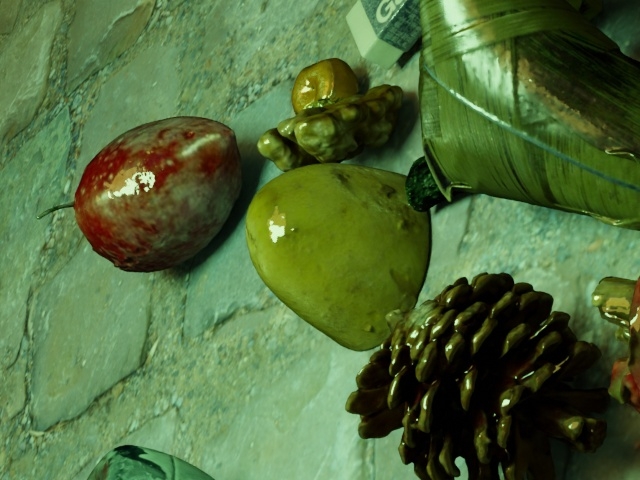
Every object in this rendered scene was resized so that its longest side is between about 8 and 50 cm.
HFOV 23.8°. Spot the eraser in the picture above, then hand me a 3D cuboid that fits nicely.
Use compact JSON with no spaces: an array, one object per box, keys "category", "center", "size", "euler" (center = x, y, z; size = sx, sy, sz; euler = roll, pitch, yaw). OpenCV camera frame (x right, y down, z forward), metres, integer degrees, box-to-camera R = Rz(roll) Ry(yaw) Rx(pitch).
[{"category":"eraser","center":[0.114,-0.294,1.657],"size":[0.212,0.046,0.092],"euler":[-50,34,26]}]

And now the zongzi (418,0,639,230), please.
[{"category":"zongzi","center":[0.188,-0.165,1.241],"size":[0.286,0.138,0.300],"euler":[14,124,44]}]

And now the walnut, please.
[{"category":"walnut","center":[0.015,-0.116,1.626],"size":[0.143,0.170,0.069],"euler":[-18,95,46]}]

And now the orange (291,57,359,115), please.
[{"category":"orange","center":[0.008,-0.169,1.740],"size":[0.086,0.062,0.086],"euler":[-15,69,44]}]

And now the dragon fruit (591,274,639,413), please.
[{"category":"dragon fruit","center":[0.272,0.064,1.091],"size":[0.205,0.152,0.317],"euler":[-32,44,44]}]

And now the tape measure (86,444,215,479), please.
[{"category":"tape measure","center":[-0.195,0.343,1.560],"size":[0.275,0.147,0.256],"euler":[165,125,-73]}]

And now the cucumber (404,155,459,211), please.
[{"category":"cucumber","center":[0.164,-0.079,1.452],"size":[0.214,0.052,0.058],"euler":[-18,83,49]}]

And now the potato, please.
[{"category":"potato","center":[0.000,0.000,1.545],"size":[0.178,0.158,0.203],"euler":[-22,54,49]}]

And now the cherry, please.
[{"category":"cherry","center":[-0.190,-0.065,1.847],"size":[0.249,0.192,0.175],"euler":[-36,76,28]}]

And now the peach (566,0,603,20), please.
[{"category":"peach","center":[0.194,-0.229,1.470],"size":[0.118,0.151,0.151],"euler":[50,119,8]}]

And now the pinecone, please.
[{"category":"pinecone","center":[0.136,0.121,1.232],"size":[0.186,0.168,0.212],"euler":[-61,31,0]}]
